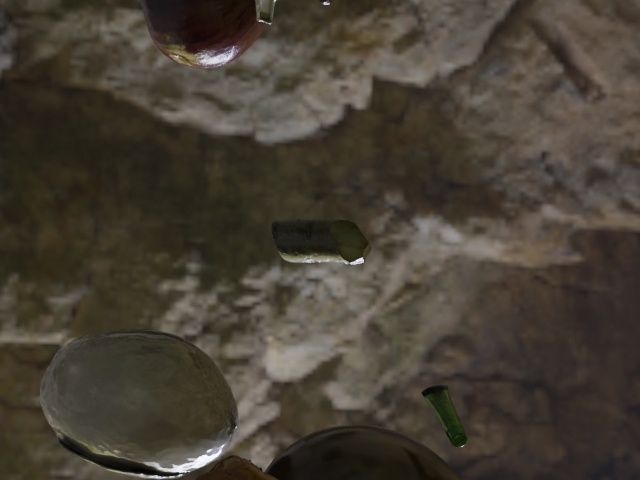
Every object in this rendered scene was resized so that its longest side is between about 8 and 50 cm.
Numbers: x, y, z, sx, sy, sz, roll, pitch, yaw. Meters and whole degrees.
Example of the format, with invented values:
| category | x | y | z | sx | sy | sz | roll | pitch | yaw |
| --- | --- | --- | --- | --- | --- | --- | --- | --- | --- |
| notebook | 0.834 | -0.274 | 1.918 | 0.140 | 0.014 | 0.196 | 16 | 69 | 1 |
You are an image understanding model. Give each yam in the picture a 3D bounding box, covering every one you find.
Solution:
| category | x | y | z | sx | sy | sz | roll | pitch | yaw |
| --- | --- | --- | --- | --- | --- | --- | --- | --- | --- |
| yam | 0.000 | 0.000 | 2.171 | 0.070 | 0.146 | 0.069 | 1 | 90 | -72 |

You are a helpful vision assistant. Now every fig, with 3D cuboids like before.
| category | x | y | z | sx | sy | sz | roll | pitch | yaw |
| --- | --- | --- | --- | --- | --- | --- | --- | --- | --- |
| fig | -0.125 | -0.350 | 1.990 | 0.186 | 0.249 | 0.204 | 62 | 7 | -3 |

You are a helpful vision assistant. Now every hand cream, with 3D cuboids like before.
| category | x | y | z | sx | sy | sz | roll | pitch | yaw |
| --- | --- | --- | --- | --- | --- | --- | --- | --- | --- |
| hand cream | 0.161 | 0.221 | 1.844 | 0.122 | 0.036 | 0.023 | -114 | -171 | -60 |

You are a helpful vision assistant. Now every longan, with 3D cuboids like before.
| category | x | y | z | sx | sy | sz | roll | pitch | yaw |
| --- | --- | --- | --- | --- | --- | --- | --- | --- | --- |
| longan | 0.056 | 0.389 | 1.871 | 0.319 | 0.319 | 0.319 | -177 | -90 | -76 |

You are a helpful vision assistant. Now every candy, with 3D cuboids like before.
| category | x | y | z | sx | sy | sz | roll | pitch | yaw |
| --- | --- | --- | --- | --- | --- | --- | --- | --- | --- |
| candy | -0.243 | 0.212 | 1.989 | 0.295 | 0.295 | 0.185 | -130 | -125 | -71 |

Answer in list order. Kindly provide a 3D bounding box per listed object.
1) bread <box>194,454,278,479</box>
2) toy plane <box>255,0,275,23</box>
| category | x | y | z | sx | sy | sz | roll | pitch | yaw |
| --- | --- | --- | --- | --- | --- | --- | --- | --- | --- |
| bread | -0.144 | 0.412 | 1.631 | 0.344 | 0.195 | 0.149 | -51 | 174 | -1 |
| toy plane | -0.026 | -0.349 | 1.615 | 0.104 | 0.256 | 0.242 | 47 | -68 | 23 |
